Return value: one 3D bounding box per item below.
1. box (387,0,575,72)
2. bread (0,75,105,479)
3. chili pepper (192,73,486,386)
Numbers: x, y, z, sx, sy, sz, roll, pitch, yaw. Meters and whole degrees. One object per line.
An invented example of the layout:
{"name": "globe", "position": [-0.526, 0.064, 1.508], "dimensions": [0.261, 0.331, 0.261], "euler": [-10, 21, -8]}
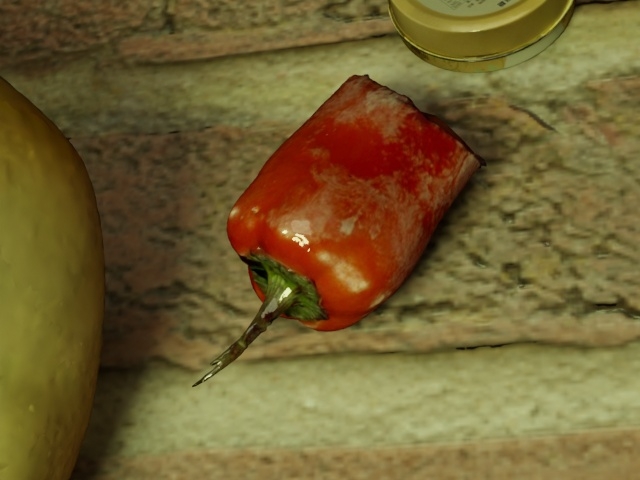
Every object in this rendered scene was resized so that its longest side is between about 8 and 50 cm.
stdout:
{"name": "box", "position": [0.087, -0.142, 0.832], "dimensions": [0.106, 0.037, 0.105], "euler": [-8, 55, 11]}
{"name": "bread", "position": [-0.298, 0.047, 0.679], "dimensions": [0.376, 0.253, 0.348], "euler": [19, 69, 27]}
{"name": "chili pepper", "position": [0.000, 0.000, 0.735], "dimensions": [0.192, 0.084, 0.086], "euler": [-51, 26, -22]}
